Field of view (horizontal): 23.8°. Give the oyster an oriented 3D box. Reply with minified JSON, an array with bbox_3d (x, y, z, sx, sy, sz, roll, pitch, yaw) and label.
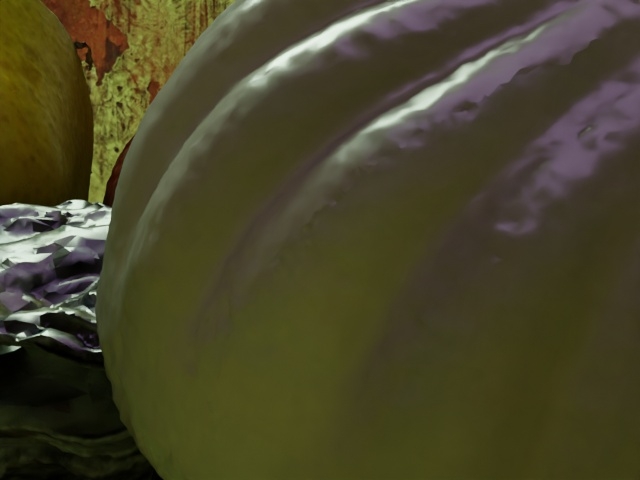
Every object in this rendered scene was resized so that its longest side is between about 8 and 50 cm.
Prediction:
[{"bbox_3d":[-0.025,0.045,0.572,0.350,0.158,0.162,9,45,10],"label":"oyster"}]

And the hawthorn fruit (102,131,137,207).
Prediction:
[{"bbox_3d":[0.000,0.000,0.828,0.205,0.205,0.253,2,7,39],"label":"hawthorn fruit"}]

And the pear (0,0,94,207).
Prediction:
[{"bbox_3d":[-0.197,0.010,0.749,0.266,0.267,0.178,0,40,-37],"label":"pear"}]

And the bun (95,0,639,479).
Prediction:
[{"bbox_3d":[0.078,-0.024,0.402,0.263,0.175,0.263,11,29,-6],"label":"bun"}]
